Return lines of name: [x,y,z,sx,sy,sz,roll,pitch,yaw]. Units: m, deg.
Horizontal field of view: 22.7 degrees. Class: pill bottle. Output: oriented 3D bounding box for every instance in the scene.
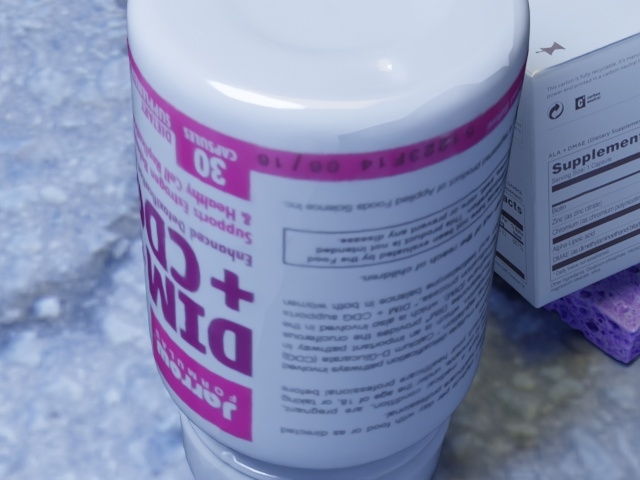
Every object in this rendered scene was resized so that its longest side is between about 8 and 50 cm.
pill bottle: [0.000,0.000,0.716,0.160,0.283,0.160,1,45,-1]

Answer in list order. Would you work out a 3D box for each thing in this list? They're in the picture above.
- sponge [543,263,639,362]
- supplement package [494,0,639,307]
sponge: [0.203,-0.019,0.919,0.210,0.031,0.117,-30,52,-28]
supplement package: [0.129,-0.118,0.901,0.204,0.145,0.262,-22,39,-19]
